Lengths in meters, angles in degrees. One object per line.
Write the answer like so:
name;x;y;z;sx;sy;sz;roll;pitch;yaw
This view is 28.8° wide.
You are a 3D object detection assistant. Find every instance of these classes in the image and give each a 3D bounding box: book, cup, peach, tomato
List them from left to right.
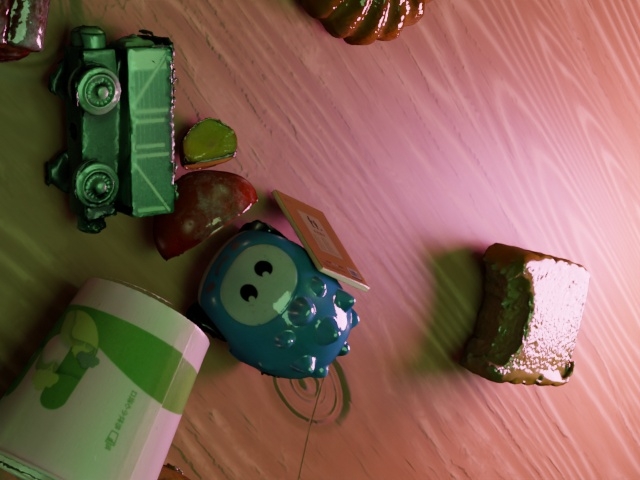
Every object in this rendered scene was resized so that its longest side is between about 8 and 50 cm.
cup;-0.282;0.209;1.613;0.253;0.253;0.274;44;65;-39
tomato;-0.169;-0.050;1.720;0.159;0.139;0.091;-35;99;-35
peach;-0.161;-0.127;1.751;0.077;0.050;0.083;36;65;-17
book;0.000;0.000;1.850;0.012;0.172;0.118;-45;140;17

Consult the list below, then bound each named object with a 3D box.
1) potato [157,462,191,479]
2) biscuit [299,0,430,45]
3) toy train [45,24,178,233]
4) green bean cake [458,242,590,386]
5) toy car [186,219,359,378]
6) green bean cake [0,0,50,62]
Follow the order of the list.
potato;-0.254;0.378;1.751;0.176;0.137;0.137;12;93;-21
biscuit;0.084;-0.454;1.857;0.326;0.107;0.325;-9;103;-41
toy train;-0.267;-0.142;1.614;0.154;0.115;0.269;-8;105;-34
green bean cake;0.356;0.133;2.217;0.233;0.124;0.236;11;93;-43
toy car;-0.052;0.100;1.812;0.255;0.190;0.188;44;72;-36
green bean cake;-0.425;-0.252;1.372;0.199;0.233;0.097;6;93;-46
